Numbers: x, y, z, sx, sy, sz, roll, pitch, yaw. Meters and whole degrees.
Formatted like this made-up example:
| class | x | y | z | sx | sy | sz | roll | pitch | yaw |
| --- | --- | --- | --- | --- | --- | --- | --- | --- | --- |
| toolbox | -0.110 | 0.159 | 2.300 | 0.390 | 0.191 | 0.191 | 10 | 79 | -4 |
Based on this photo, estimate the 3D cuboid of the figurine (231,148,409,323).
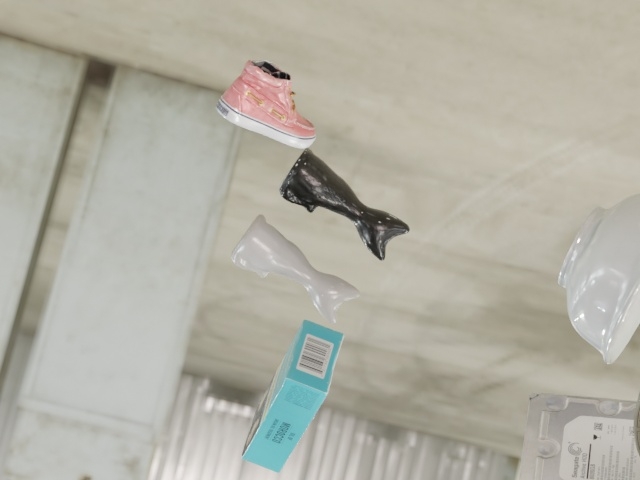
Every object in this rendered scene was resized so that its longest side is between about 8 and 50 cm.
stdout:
| class | x | y | z | sx | sy | sz | roll | pitch | yaw |
| --- | --- | --- | --- | --- | --- | --- | --- | --- | --- |
| figurine | 0.000 | 0.000 | 2.144 | 0.209 | 0.215 | 0.092 | 36 | -170 | -3 |

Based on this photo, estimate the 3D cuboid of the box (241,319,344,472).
| class | x | y | z | sx | sy | sz | roll | pitch | yaw |
| --- | --- | --- | --- | --- | --- | --- | --- | --- | --- |
| box | -0.040 | 0.214 | 1.844 | 0.060 | 0.100 | 0.244 | 21 | 142 | -5 |

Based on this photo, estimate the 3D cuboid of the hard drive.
| class | x | y | z | sx | sy | sz | roll | pitch | yaw |
| --- | --- | --- | --- | --- | --- | --- | --- | --- | --- |
| hard drive | 0.484 | 0.353 | 2.121 | 0.339 | 0.237 | 0.064 | 3 | 132 | 14 |

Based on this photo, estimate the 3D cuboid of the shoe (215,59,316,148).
| class | x | y | z | sx | sy | sz | roll | pitch | yaw |
| --- | --- | --- | --- | --- | --- | --- | --- | --- | --- |
| shoe | -0.052 | -0.178 | 1.767 | 0.178 | 0.081 | 0.063 | 15 | -154 | -49 |

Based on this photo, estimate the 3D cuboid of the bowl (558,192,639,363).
| class | x | y | z | sx | sy | sz | roll | pitch | yaw |
| --- | --- | --- | --- | --- | --- | --- | --- | --- | --- |
| bowl | 0.468 | 0.038 | 2.153 | 0.134 | 0.298 | 0.298 | 27 | 175 | 18 |

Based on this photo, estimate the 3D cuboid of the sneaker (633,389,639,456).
| class | x | y | z | sx | sy | sz | roll | pitch | yaw |
| --- | --- | --- | --- | --- | --- | --- | --- | --- | --- |
| sneaker | 0.374 | 0.195 | 1.385 | 0.083 | 0.118 | 0.222 | -6 | 118 | 23 |
